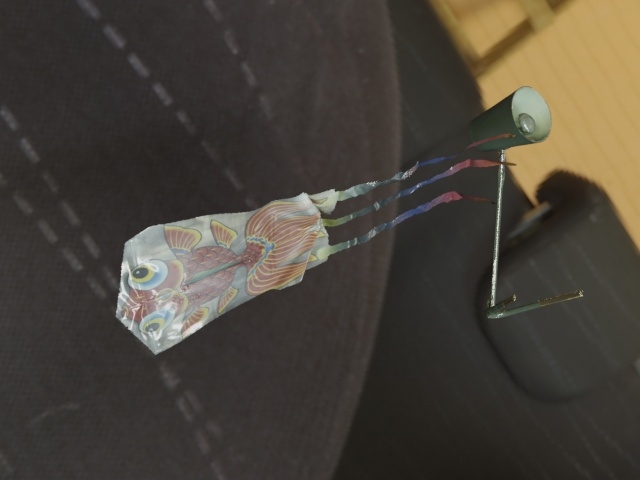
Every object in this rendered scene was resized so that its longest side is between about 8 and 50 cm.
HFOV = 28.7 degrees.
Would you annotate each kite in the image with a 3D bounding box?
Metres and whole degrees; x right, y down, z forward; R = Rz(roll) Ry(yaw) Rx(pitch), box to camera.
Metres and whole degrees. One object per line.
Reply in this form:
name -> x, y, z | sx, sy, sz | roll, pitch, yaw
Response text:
kite -> -0.001, -0.003, 0.665 | 0.127, 0.229, 0.016 | 102, -35, -61

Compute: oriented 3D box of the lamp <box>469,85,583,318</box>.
lamp -> 0.105, -0.020, 0.698 | 0.041, 0.054, 0.121 | 1, 78, -38
